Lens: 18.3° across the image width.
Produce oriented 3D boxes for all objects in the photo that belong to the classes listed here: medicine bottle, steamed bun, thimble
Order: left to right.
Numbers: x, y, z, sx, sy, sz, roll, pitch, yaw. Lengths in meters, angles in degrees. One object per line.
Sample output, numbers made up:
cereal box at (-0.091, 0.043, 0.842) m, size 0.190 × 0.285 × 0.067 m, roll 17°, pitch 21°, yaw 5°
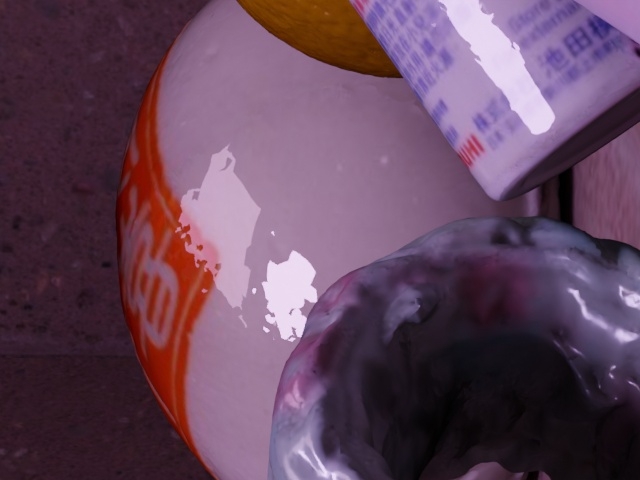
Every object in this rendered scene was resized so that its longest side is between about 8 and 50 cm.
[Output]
steamed bun at (0.000, 0.000, 1.180) m, size 0.374 × 0.241 × 0.374 m, roll 179°, pitch 90°, yaw -82°
medicine bottle at (0.020, -0.187, 0.747) m, size 0.341 × 0.130 × 0.130 m, roll 55°, pitch 167°, yaw 7°
thimble at (0.079, 0.108, 0.738) m, size 0.211 × 0.185 × 0.149 m, roll 45°, pitch 149°, yaw 30°

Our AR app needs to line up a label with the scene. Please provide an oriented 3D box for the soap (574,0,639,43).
soap at (0.107, -0.125, 0.385) m, size 0.324 × 0.193 × 0.109 m, roll -98°, pitch 11°, yaw -58°

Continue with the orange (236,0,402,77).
orange at (0.041, -0.184, 0.931) m, size 0.236 × 0.236 × 0.236 m, roll -179°, pitch 90°, yaw -84°
